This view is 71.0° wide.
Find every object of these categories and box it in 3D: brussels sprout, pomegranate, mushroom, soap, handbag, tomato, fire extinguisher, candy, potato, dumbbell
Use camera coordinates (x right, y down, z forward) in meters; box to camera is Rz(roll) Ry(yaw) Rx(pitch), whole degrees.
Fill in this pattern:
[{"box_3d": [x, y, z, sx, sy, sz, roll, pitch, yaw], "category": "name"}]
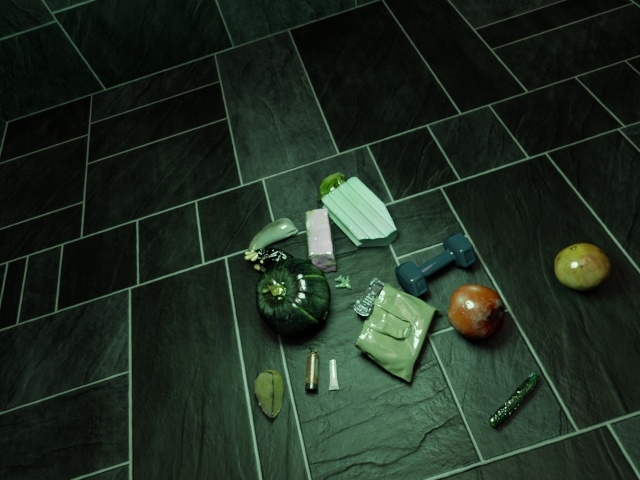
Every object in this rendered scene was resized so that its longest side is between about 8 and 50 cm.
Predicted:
[{"box_3d": [0.055, -0.261, 2.207, 0.138, 0.100, 0.181, 11, 77, 37], "category": "brussels sprout"}, {"box_3d": [0.993, 0.104, 1.700, 0.191, 0.191, 0.192, -6, 56, 9], "category": "pomegranate"}, {"box_3d": [-0.244, -0.011, 2.109, 0.270, 0.103, 0.118, -36, 52, 0], "category": "mushroom"}, {"box_3d": [0.188, -0.112, 2.039, 0.208, 0.115, 0.347, -36, 64, -13], "category": "soap"}, {"box_3d": [0.293, 0.345, 1.731, 0.253, 0.109, 0.316, 27, 70, 9], "category": "handbag"}, {"box_3d": [0.584, 0.266, 1.668, 0.184, 0.208, 0.208, 10, 58, 41], "category": "tomato"}, {"box_3d": [-0.033, 0.497, 1.752, 0.062, 0.050, 0.178, -31, 43, 40], "category": "fire extinguisher"}, {"box_3d": [0.000, 0.000, 2.006, 0.115, 0.156, 0.265, -11, 55, 7], "category": "candy"}, {"box_3d": [-0.190, 0.579, 1.726, 0.100, 0.089, 0.172, -5, 87, 33], "category": "potato"}, {"box_3d": [0.473, 0.100, 1.843, 0.324, 0.144, 0.160, -30, 58, -7], "category": "dumbbell"}]

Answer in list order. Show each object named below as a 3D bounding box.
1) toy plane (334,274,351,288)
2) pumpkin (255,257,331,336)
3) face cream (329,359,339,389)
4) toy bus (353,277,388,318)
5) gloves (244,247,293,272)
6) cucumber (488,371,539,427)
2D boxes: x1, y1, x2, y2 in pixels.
[{"box_3d": [0.102, 0.181, 1.938, 0.080, 0.033, 0.083, -35, 56, -29], "category": "toy plane"}, {"box_3d": [-0.113, 0.229, 1.827, 0.322, 0.241, 0.324, -10, 64, 21], "category": "pumpkin"}, {"box_3d": [0.050, 0.520, 1.734, 0.038, 0.020, 0.115, -7, 59, 7], "category": "face cream"}, {"box_3d": [0.208, 0.244, 1.845, 0.079, 0.077, 0.174, 32, 70, 22], "category": "toy bus"}, {"box_3d": [-0.238, 0.084, 2.003, 0.203, 0.165, 0.124, 28, 39, 4], "category": "gloves"}, {"box_3d": [0.680, 0.552, 1.560, 0.256, 0.043, 0.044, -39, 63, -15], "category": "cucumber"}]
